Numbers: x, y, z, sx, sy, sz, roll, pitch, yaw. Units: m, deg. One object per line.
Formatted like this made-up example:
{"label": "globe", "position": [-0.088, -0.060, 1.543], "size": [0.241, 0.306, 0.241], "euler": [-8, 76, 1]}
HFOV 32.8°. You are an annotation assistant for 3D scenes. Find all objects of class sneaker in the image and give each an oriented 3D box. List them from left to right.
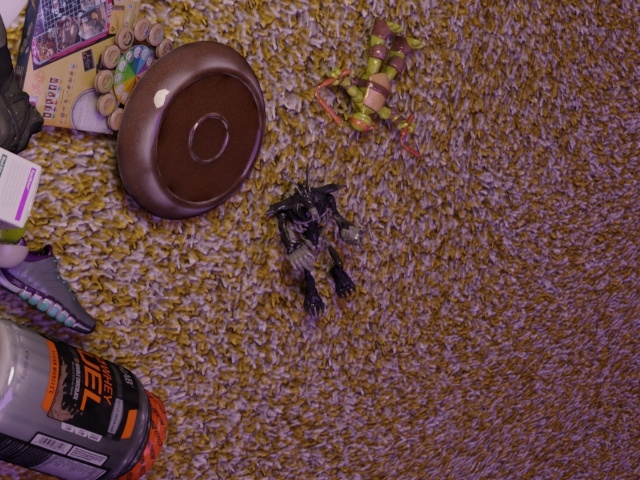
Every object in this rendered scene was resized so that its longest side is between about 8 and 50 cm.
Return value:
{"label": "sneaker", "position": [-0.469, -0.221, 1.577], "size": [0.130, 0.087, 0.227], "euler": [41, 36, -73]}
{"label": "sneaker", "position": [-0.430, 0.068, 1.748], "size": [0.224, 0.083, 0.098], "euler": [40, 78, -40]}

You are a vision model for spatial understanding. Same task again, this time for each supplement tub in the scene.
{"label": "supplement tub", "position": [-0.425, 0.271, 1.751], "size": [0.338, 0.207, 0.207], "euler": [31, 88, -42]}

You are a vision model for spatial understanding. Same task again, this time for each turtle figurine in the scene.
{"label": "turtle figurine", "position": [0.110, -0.281, 2.009], "size": [0.270, 0.087, 0.217], "euler": [27, 83, -32]}

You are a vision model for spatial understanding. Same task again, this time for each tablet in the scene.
{"label": "tablet", "position": [-0.474, -0.354, 1.586], "size": [0.083, 0.006, 0.054], "euler": [39, 83, -40]}

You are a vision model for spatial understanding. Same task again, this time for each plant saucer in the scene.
{"label": "plant saucer", "position": [-0.197, -0.174, 1.809], "size": [0.311, 0.050, 0.310], "euler": [-26, 128, -39]}

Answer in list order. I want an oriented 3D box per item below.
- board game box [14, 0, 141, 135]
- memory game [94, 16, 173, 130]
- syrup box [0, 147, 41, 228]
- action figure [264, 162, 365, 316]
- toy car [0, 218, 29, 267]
{"label": "board game box", "position": [-0.374, -0.293, 1.664], "size": [0.165, 0.042, 0.243], "euler": [5, 105, -39]}
{"label": "memory game", "position": [-0.290, -0.258, 1.716], "size": [0.186, 0.012, 0.186], "euler": [-42, 143, -43]}
{"label": "syrup box", "position": [-0.498, -0.096, 1.431], "size": [0.237, 0.093, 0.096], "euler": [29, 69, -42]}
{"label": "action figure", "position": [0.000, 0.000, 2.008], "size": [0.164, 0.141, 0.275], "euler": [-24, 123, -14]}
{"label": "toy car", "position": [-0.513, -0.042, 1.601], "size": [0.182, 0.136, 0.159], "euler": [13, 79, -69]}
